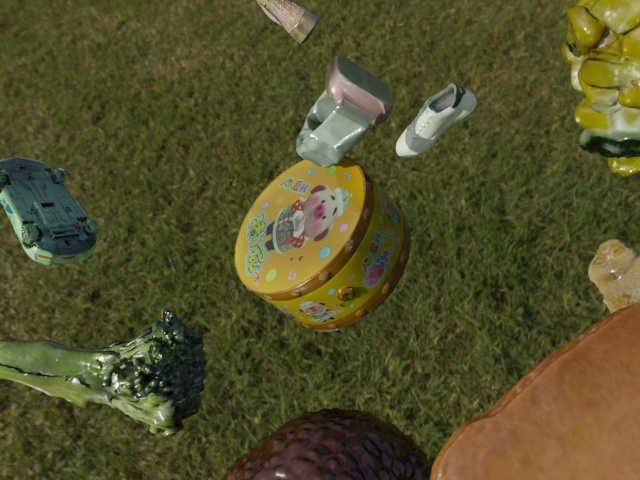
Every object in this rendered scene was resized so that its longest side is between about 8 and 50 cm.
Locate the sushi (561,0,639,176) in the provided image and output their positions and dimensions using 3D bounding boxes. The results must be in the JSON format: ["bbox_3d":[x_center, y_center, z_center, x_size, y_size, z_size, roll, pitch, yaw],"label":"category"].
[{"bbox_3d":[0.482,-0.217,0.791,0.285,0.328,0.328,-17,11,-11],"label":"sushi"}]

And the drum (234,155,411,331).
[{"bbox_3d":[0.000,0.000,1.517,0.431,0.214,0.431,-24,47,28],"label":"drum"}]

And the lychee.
[{"bbox_3d":[0.012,0.316,0.673,0.261,0.260,0.260,-6,50,8],"label":"lychee"}]

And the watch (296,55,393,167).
[{"bbox_3d":[0.032,-0.279,1.376,0.162,0.241,0.253,30,29,-16],"label":"watch"}]

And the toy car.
[{"bbox_3d":[-0.348,-0.037,0.751,0.093,0.058,0.186,-11,49,-45],"label":"toy car"}]

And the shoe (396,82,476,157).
[{"bbox_3d":[0.299,-0.338,1.659,0.265,0.110,0.095,-38,57,22],"label":"shoe"}]

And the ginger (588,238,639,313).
[{"bbox_3d":[0.577,0.056,0.994,0.221,0.275,0.130,37,24,31],"label":"ginger"}]

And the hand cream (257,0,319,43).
[{"bbox_3d":[-0.101,-0.602,1.547,0.203,0.084,0.084,35,55,-16],"label":"hand cream"}]

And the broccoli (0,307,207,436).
[{"bbox_3d":[-0.309,0.169,0.811,0.304,0.164,0.145,3,46,-1],"label":"broccoli"}]

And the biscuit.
[{"bbox_3d":[0.175,0.136,0.299,0.192,0.036,0.186,-35,78,-7],"label":"biscuit"}]
